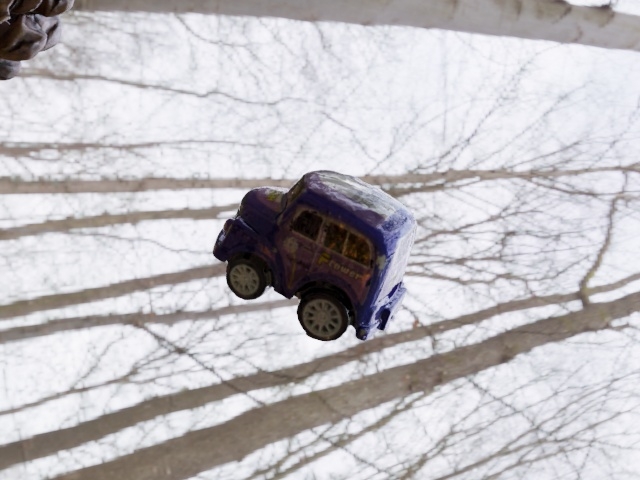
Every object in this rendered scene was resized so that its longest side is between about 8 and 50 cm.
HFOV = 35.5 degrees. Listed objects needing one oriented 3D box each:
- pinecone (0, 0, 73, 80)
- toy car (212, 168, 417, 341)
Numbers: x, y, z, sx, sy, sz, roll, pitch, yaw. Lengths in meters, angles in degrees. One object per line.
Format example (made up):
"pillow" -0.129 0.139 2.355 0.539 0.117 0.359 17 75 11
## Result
"pinecone" -0.319 -0.229 0.889 0.207 0.207 0.208 4 -84 45
"toy car" 0.000 0.000 1.192 0.235 0.172 0.158 25 -64 11
